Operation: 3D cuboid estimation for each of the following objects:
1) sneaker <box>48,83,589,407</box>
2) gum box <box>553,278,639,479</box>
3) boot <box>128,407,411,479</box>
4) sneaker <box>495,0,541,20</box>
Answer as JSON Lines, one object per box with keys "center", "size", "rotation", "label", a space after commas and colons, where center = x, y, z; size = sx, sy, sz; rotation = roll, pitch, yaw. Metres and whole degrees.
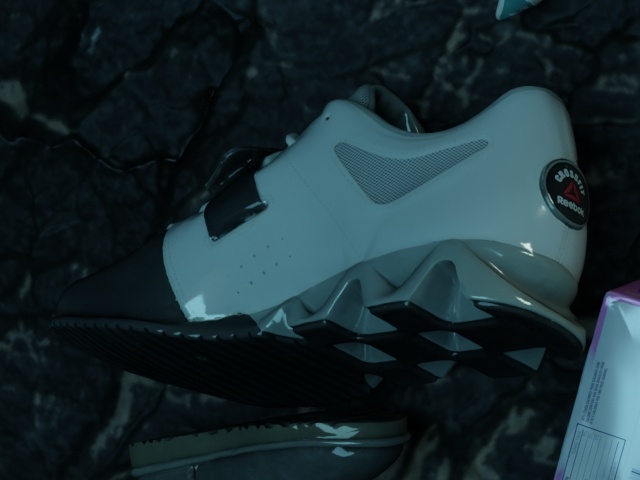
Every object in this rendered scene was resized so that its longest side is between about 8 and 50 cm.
{"center": [0.000, 0.000, 1.006], "size": [0.330, 0.122, 0.146], "rotation": [-9, 62, 38], "label": "sneaker"}
{"center": [0.155, 0.116, 0.944], "size": [0.062, 0.107, 0.188], "rotation": [19, 102, 21], "label": "gum box"}
{"center": [-0.017, 0.199, 1.046], "size": [0.189, 0.076, 0.209], "rotation": [-14, 82, 38], "label": "boot"}
{"center": [0.064, -0.180, 0.984], "size": [0.075, 0.057, 0.161], "rotation": [-45, 80, 15], "label": "sneaker"}
